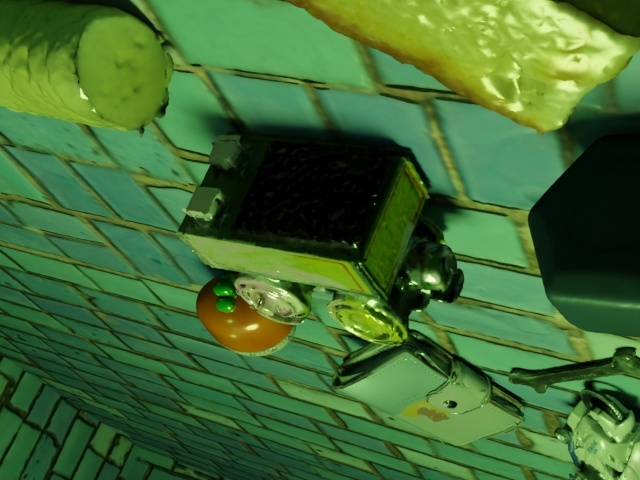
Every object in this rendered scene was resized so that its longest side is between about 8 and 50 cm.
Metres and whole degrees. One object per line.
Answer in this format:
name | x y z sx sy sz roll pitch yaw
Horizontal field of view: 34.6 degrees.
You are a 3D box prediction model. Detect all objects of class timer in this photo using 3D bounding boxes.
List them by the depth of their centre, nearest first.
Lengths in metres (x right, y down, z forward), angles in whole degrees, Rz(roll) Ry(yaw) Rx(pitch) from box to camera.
timer | -0.105 0.092 1.341 0.136 0.099 0.136 9 157 4

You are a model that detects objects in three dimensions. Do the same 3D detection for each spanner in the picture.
spanner | 0.299 0.154 1.188 0.054 0.015 0.254 27 159 -15

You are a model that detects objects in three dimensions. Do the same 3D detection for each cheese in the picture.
cheese | -0.222 -0.154 0.890 0.167 0.094 0.123 13 167 36

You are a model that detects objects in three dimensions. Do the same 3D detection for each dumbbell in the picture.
dumbbell | 0.291 0.058 0.790 0.160 0.144 0.325 0 149 43

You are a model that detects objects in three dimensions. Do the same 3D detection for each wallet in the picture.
wallet | 0.150 0.201 1.385 0.231 0.069 0.170 30 141 -26

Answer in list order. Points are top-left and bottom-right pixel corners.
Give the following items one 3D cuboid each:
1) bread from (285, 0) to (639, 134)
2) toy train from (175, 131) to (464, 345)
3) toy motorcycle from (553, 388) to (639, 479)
bread | 0.019 -0.186 0.437 0.274 0.185 0.114 26 155 -10
toy train | 0.000 0.000 0.965 0.260 0.134 0.177 9 155 32
toy motorcycle | 0.369 0.260 1.271 0.150 0.102 0.221 39 161 20
